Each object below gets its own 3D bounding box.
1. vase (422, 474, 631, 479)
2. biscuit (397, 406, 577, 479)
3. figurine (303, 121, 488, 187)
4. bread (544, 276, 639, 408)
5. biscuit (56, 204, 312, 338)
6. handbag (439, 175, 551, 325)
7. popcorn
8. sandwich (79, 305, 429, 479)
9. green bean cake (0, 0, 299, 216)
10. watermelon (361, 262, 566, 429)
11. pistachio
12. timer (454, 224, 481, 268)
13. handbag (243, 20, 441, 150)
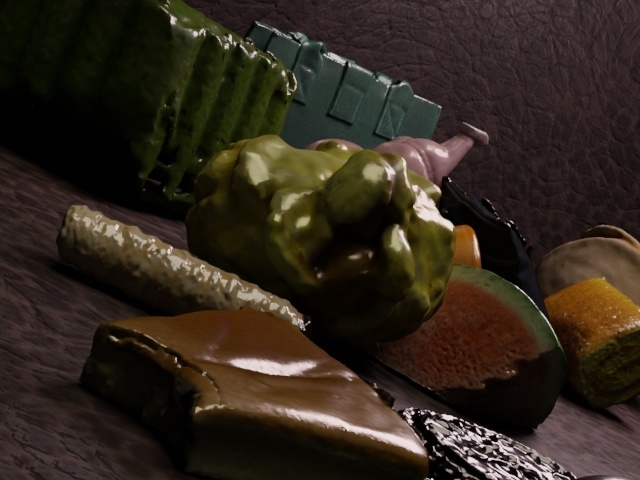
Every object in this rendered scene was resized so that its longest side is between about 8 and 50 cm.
[{"bbox_3d":[0.123,0.182,0.917,0.183,0.120,0.120,15,-2,43],"label":"vase"},{"bbox_3d":[0.127,0.179,1.118,0.194,0.053,0.194,26,8,-4],"label":"biscuit"},{"bbox_3d":[0.076,-0.055,2.026,0.287,0.186,0.176,-25,29,-34],"label":"figurine"},{"bbox_3d":[0.327,0.123,1.900,0.103,0.132,0.172,68,-9,-22],"label":"bread"},{"bbox_3d":[-0.112,0.036,1.285,0.219,0.055,0.061,26,2,-6],"label":"biscuit"},{"bbox_3d":[0.203,0.044,1.867,0.089,0.211,0.254,-19,16,-6],"label":"handbag"},{"bbox_3d":[0.000,0.000,1.450,0.256,0.195,0.255,26,-2,-9],"label":"popcorn"},{"bbox_3d":[-0.064,0.089,1.059,0.212,0.063,0.245,20,9,-34],"label":"sandwich"},{"bbox_3d":[-0.229,-0.172,1.798,0.319,0.218,0.335,22,-2,29],"label":"green bean cake"},{"bbox_3d":[0.141,0.104,1.555,0.231,0.128,0.146,29,-10,34],"label":"watermelon"},{"bbox_3d":[0.379,0.079,2.096,0.166,0.197,0.288,-18,21,-24],"label":"pistachio"},{"bbox_3d":[0.089,0.046,1.751,0.152,0.132,0.132,2,12,-8],"label":"timer"},{"bbox_3d":[-0.001,-0.145,2.205,0.326,0.238,0.089,21,5,-37],"label":"handbag"}]
